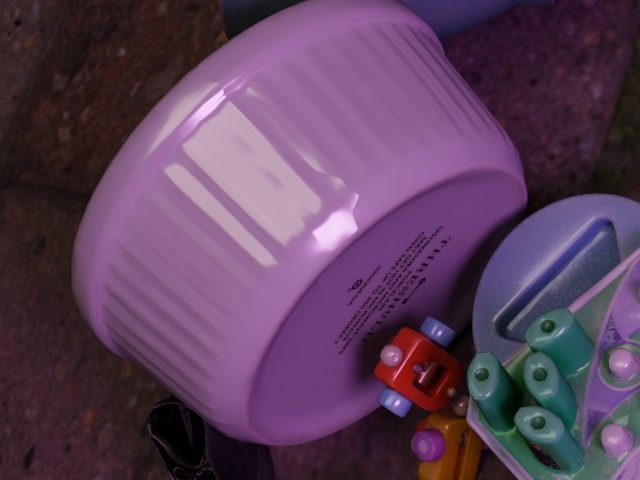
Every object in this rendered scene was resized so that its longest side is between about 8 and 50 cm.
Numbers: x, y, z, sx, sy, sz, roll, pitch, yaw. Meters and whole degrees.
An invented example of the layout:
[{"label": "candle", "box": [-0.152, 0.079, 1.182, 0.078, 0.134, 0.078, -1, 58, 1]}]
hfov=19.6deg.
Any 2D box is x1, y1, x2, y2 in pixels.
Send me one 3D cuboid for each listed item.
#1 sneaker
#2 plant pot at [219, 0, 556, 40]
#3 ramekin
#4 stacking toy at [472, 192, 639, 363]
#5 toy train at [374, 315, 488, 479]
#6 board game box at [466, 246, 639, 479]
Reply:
[{"label": "sneaker", "box": [-0.076, 0.109, 1.168, 0.051, 0.089, 0.170, -33, 55, 16]}, {"label": "plant pot", "box": [0.067, -0.246, 1.146, 0.196, 0.293, 0.293, 10, 73, 8]}, {"label": "ramekin", "box": [0.000, 0.000, 1.066, 0.273, 0.273, 0.127, -48, 63, 6]}, {"label": "stacking toy", "box": [0.188, 0.119, 0.965, 0.280, 0.130, 0.309, 0, 69, 34]}, {"label": "toy train", "box": [0.038, 0.124, 1.068, 0.046, 0.125, 0.166, 30, 91, 46]}, {"label": "board game box", "box": [0.315, 0.068, 0.849, 0.390, 0.050, 0.390, -40, 52, -3]}]
